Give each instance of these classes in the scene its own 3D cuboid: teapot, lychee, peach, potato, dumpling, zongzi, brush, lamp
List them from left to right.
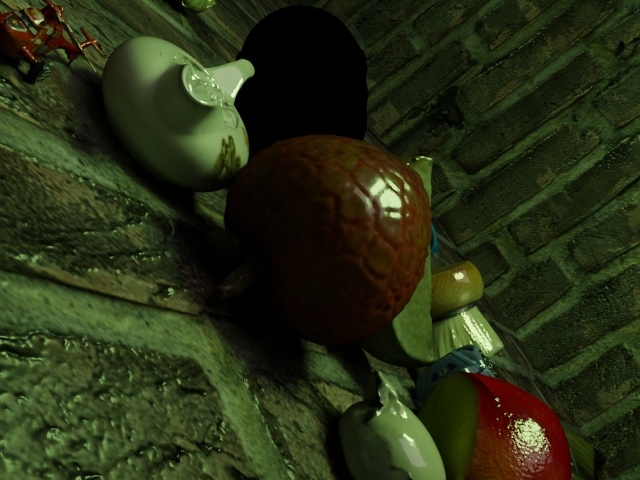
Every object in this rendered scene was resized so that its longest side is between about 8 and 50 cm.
[{"bbox_3d":[-0.159,-0.159,0.947,0.204,0.139,0.298,47,15,-14],"label":"teapot"},{"bbox_3d":[-0.051,-0.201,1.213,0.305,0.239,0.306,180,-90,-85],"label":"lamp"},{"bbox_3d":[0.000,0.000,0.906,0.255,0.300,0.255,49,-24,31],"label":"lychee"},{"bbox_3d":[0.077,0.055,1.092,0.112,0.269,0.255,-4,66,-31],"label":"potato"},{"bbox_3d":[0.080,0.235,0.867,0.176,0.092,0.150,53,-2,22],"label":"dumpling"},{"bbox_3d":[0.200,0.137,1.407,0.266,0.174,0.166,165,-94,-80],"label":"brush"},{"bbox_3d":[0.207,0.250,0.912,0.158,0.154,0.267,19,9,-6],"label":"peach"},{"bbox_3d":[0.343,0.367,1.367,0.300,0.138,0.286,41,18,13],"label":"zongzi"}]

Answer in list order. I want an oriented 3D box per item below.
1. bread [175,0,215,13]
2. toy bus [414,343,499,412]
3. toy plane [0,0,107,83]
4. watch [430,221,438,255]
[{"bbox_3d":[-0.275,-0.602,1.510,0.250,0.225,0.279,55,18,14],"label":"bread"},{"bbox_3d":[0.229,0.283,1.152,0.133,0.125,0.292,36,22,-50],"label":"toy bus"},{"bbox_3d":[-0.284,-0.213,0.813,0.126,0.077,0.194,51,5,-23],"label":"toy plane"},{"bbox_3d":[0.129,-0.025,1.501,0.200,0.171,0.196,37,43,-27],"label":"watch"}]
